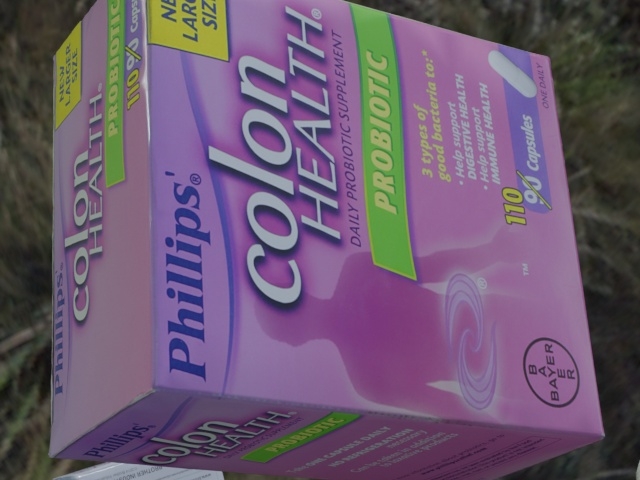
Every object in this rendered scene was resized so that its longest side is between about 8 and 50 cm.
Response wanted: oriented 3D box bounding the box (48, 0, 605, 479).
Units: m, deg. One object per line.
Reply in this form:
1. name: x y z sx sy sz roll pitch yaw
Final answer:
1. box: 0.000 0.000 0.695 0.243 0.117 0.214 10 64 -29

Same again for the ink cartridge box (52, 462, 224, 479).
1. ink cartridge box: -0.164 0.380 1.514 0.185 0.065 0.311 -12 84 -41

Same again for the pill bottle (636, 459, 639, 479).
1. pill bottle: 0.295 0.212 0.912 0.117 0.117 0.208 -35 112 -15
